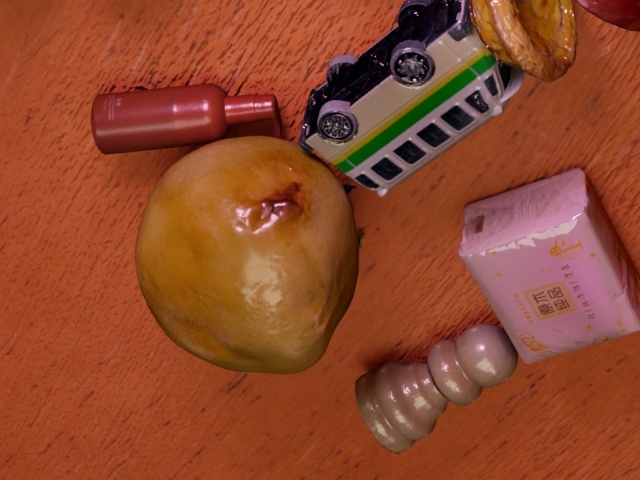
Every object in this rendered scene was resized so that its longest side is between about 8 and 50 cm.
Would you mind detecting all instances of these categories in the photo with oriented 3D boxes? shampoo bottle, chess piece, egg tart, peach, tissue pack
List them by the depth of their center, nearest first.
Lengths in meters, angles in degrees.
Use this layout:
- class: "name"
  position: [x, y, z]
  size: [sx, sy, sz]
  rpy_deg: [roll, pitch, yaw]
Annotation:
- class: "egg tart"
  position: [0.231, -0.264, 1.600]
  size: [0.074, 0.191, 0.191]
  rpy_deg: [-19, 126, 37]
- class: "peach"
  position: [-0.090, 0.013, 1.806]
  size: [0.314, 0.281, 0.316]
  rpy_deg: [27, 147, 26]
- class: "shampoo bottle"
  position: [-0.175, -0.161, 1.810]
  size: [0.244, 0.085, 0.085]
  rpy_deg: [-3, 130, 9]
- class: "tissue pack"
  position: [0.319, 0.038, 1.884]
  size: [0.185, 0.124, 0.225]
  rpy_deg: [-18, 125, 24]
- class: "chess piece"
  position: [0.182, 0.205, 2.059]
  size: [0.243, 0.133, 0.133]
  rpy_deg: [-33, 119, 23]

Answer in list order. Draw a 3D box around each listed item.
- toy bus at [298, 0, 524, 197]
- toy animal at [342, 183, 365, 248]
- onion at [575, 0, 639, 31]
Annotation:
- class: "toy bus"
  position: [0.119, -0.186, 1.715]
  size: [0.164, 0.134, 0.276]
  rpy_deg: [40, 126, -23]
- class: "toy animal"
  position: [0.016, 0.005, 1.955]
  size: [0.075, 0.041, 0.217]
  rpy_deg: [21, 134, -8]
- class: "onion"
  position: [0.368, -0.356, 1.459]
  size: [0.276, 0.276, 0.276]
  rpy_deg: [4, 131, 5]
